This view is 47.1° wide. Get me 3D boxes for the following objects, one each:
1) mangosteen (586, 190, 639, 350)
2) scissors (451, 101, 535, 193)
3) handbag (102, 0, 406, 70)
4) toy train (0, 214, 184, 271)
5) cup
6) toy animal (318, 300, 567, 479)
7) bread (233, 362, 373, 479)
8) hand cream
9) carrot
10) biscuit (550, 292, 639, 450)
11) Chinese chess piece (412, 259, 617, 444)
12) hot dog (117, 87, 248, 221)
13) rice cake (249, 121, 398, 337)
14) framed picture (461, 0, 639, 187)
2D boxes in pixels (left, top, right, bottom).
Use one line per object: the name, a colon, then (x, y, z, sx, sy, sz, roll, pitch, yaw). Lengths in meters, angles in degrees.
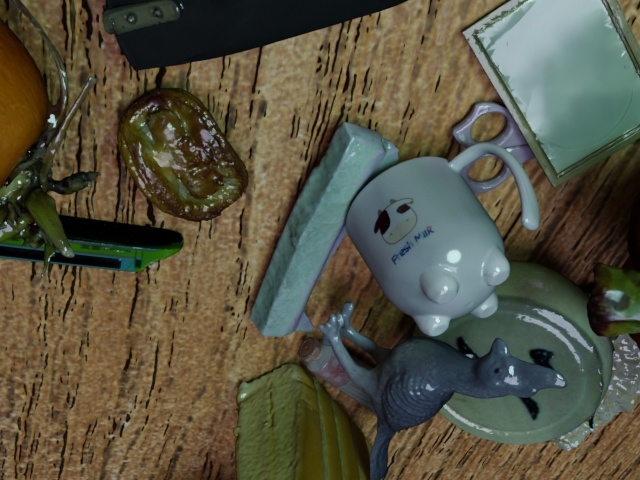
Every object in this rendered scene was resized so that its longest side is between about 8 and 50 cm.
mangosteen: (0.459, 0.021, 0.681, 0.435, 0.382, 0.382, 11, 124, -27)
scissors: (0.242, -0.105, 0.781, 0.212, 0.021, 0.110, -7, 129, -3)
handbag: (-0.094, -0.282, 0.535, 0.288, 0.152, 0.342, -20, 127, 21)
toy train: (-0.251, 0.005, 0.772, 0.209, 0.044, 0.042, 8, 124, -13)
cup: (0.132, 0.002, 0.741, 0.173, 0.142, 0.134, -27, 144, -2)
toy animal: (0.080, 0.157, 0.826, 0.206, 0.081, 0.367, 43, 141, 3)
bread: (-0.009, 0.311, 0.907, 0.111, 0.246, 0.239, -26, 125, 13)
hand cream: (0.051, 0.184, 0.954, 0.067, 0.043, 0.209, -42, 126, 16)
carrot: (-0.325, -0.119, 0.582, 0.193, 0.214, 0.331, 4, 138, 45)
biscuit: (0.366, 0.139, 0.942, 0.281, 0.084, 0.179, -41, 117, 18)
Chinese chess piece: (0.224, 0.133, 0.861, 0.238, 0.092, 0.238, 8, 119, 15)
hot dog: (-0.133, -0.078, 0.719, 0.099, 0.065, 0.147, -28, 123, 0)
rice cake: (-0.002, -0.001, 0.804, 0.081, 0.051, 0.290, 6, 127, -26)
framed picture: (0.247, -0.163, 0.727, 0.136, 0.010, 0.201, -32, 115, 14)
